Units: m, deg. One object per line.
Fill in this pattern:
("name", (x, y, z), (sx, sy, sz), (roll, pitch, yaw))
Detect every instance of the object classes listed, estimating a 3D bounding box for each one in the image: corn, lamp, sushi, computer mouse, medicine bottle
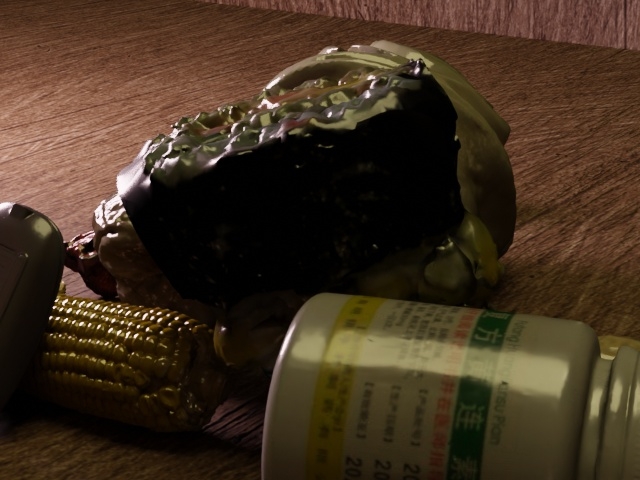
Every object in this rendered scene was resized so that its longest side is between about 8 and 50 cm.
("corn", (-0.217, 0.115, 1.437), (0.321, 0.119, 0.119), (6, 18, 31))
("lamp", (-0.195, -0.027, 1.802), (0.223, 0.215, 0.151), (27, 14, -47))
("sushi", (0.000, 0.000, 1.385), (0.328, 0.285, 0.328), (-17, 13, -3))
("computer mouse", (-0.318, 0.077, 1.410), (0.120, 0.232, 0.057), (20, -6, 33))
("medicine bottle", (0.142, 0.159, 1.149), (0.339, 0.208, 0.208), (5, 19, 16))

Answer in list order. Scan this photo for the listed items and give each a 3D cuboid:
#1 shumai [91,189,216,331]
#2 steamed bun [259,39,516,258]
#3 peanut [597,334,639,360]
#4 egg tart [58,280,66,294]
("shumai", (-0.167, 0.026, 1.602), (0.183, 0.185, 0.218), (16, 20, -14))
("steamed bun", (0.076, -0.107, 1.766), (0.342, 0.255, 0.367), (18, 3, 15))
("peanut", (0.315, 0.147, 1.348), (0.256, 0.124, 0.123), (5, 18, 20))
("egg tart", (-0.355, 0.065, 1.679), (0.130, 0.052, 0.130), (2, 17, -1))
